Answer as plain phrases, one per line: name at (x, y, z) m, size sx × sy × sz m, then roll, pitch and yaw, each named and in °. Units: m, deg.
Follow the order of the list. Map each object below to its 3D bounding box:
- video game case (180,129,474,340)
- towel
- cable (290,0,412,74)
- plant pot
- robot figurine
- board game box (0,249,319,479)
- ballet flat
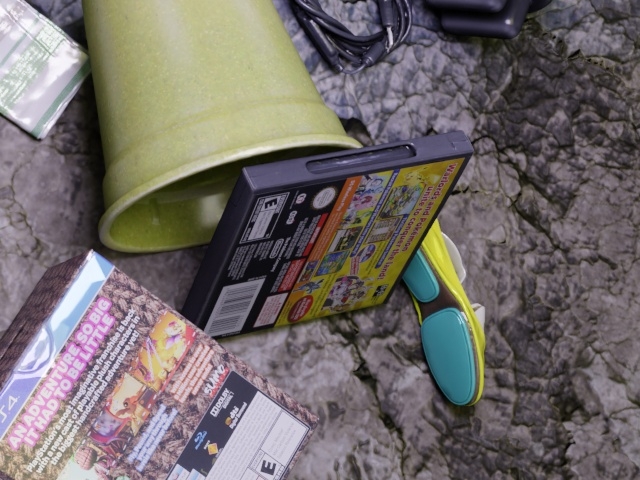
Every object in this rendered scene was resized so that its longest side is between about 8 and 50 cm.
video game case at (0.000, 0.000, 1.766) m, size 0.248 × 0.275 × 0.035 m, roll -11°, pitch 59°, yaw -28°
towel at (-0.313, -0.189, 1.774) m, size 0.152 × 0.023 × 0.113 m, roll 39°, pitch 66°, yaw -15°
cable at (0.029, -0.286, 1.949) m, size 0.150 × 0.047 × 0.184 m, roll -39°, pitch 98°, yaw -27°
plant pot at (-0.122, -0.155, 1.749) m, size 0.276 × 0.276 × 0.254 m, roll -10°, pitch 75°, yaw -28°
robot figurine at (0.212, -0.368, 1.981) m, size 0.173 × 0.209 × 0.278 m, roll 22°, pitch 72°, yaw -8°
board game box at (-0.192, 0.193, 1.700) m, size 0.291 × 0.141 × 0.232 m, roll 38°, pitch 67°, yaw -16°
ballet flat at (0.141, 0.067, 1.932) m, size 0.077 × 0.077 × 0.231 m, roll -23°, pitch 90°, yaw -44°
